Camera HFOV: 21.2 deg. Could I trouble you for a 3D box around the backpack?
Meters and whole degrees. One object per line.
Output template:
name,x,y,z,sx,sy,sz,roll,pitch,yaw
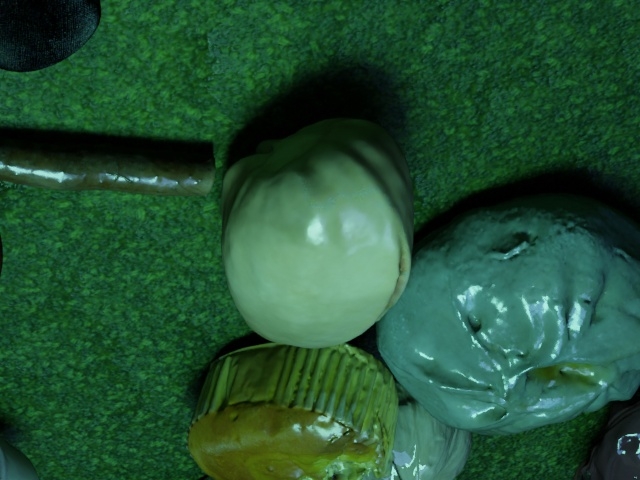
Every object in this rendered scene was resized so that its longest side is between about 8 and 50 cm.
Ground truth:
backpack,0.466,0.280,2.232,0.283,0.197,0.317,-13,137,1

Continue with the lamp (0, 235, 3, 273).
lamp,-0.444,0.044,1.619,0.303,0.257,0.303,-39,173,-6

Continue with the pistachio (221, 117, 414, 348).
pistachio,0.000,0.000,1.753,0.193,0.214,0.318,-42,157,-27

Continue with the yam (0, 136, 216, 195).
yam,-0.220,-0.074,1.710,0.241,0.057,0.057,3,139,-19

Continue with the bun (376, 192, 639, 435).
bun,0.238,0.104,1.948,0.354,0.194,0.354,-8,139,-7

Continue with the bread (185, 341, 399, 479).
bread,-0.034,0.216,2.004,0.250,0.133,0.179,-7,135,27

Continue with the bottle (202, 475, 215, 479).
bottle,-0.031,0.441,2.297,0.171,0.171,0.351,-28,139,18

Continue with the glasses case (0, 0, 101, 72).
glasses case,-0.319,-0.246,1.445,0.122,0.082,0.321,-31,140,23

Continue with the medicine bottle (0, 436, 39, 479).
medicine bottle,-0.485,0.255,1.908,0.212,0.212,0.325,-25,139,14

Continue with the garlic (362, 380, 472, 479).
garlic,0.099,0.294,2.127,0.218,0.212,0.218,-13,142,-11
